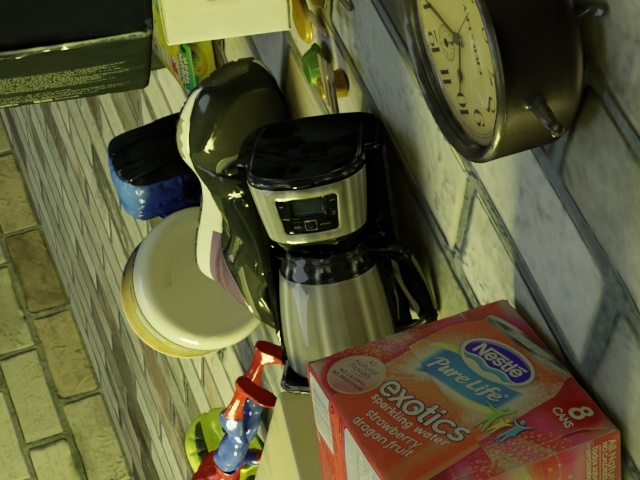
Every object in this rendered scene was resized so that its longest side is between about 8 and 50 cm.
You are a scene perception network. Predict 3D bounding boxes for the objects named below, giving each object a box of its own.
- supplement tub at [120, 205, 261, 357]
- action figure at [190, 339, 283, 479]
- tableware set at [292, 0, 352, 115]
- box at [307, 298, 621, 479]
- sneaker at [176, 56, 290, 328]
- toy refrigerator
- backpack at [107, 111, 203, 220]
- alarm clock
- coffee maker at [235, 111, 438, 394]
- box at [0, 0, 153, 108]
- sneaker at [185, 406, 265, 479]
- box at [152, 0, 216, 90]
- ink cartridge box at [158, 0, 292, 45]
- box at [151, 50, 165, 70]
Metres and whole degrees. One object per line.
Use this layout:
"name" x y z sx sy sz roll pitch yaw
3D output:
"supplement tub" -0.132 0.048 1.724 0.199 0.144 0.144 149 104 -75
"action figure" -0.060 0.237 1.759 0.139 0.091 0.280 30 138 1
"tableware set" -0.001 -0.173 1.233 0.104 0.024 0.154 -124 21 -59
"box" 0.096 0.211 1.051 0.154 0.142 0.300 -126 24 -53
"sneaker" -0.043 -0.034 1.443 0.124 0.107 0.283 46 156 32
"toy refrigerator" 0.005 0.222 1.520 0.269 0.094 0.102 106 152 -64
"backpack" -0.159 -0.070 1.742 0.101 0.120 0.098 88 159 -44
"alarm clock" 0.085 -0.111 0.888 0.192 0.064 0.129 -166 60 -71
"coffee maker" 0.000 0.000 1.223 0.171 0.120 0.178 -134 32 -63
"box" -0.307 -0.363 1.380 0.472 0.297 0.480 -167 70 -85
"sneaker" -0.061 0.330 1.915 0.123 0.109 0.296 25 -136 -79
"box" -0.149 -0.228 1.685 0.179 0.043 0.105 -125 23 -57
"ink cartridge box" -0.079 -0.213 1.264 0.135 0.099 0.056 -101 5 -48
"box" -0.255 -0.331 1.847 0.184 0.103 0.261 -124 22 -57
